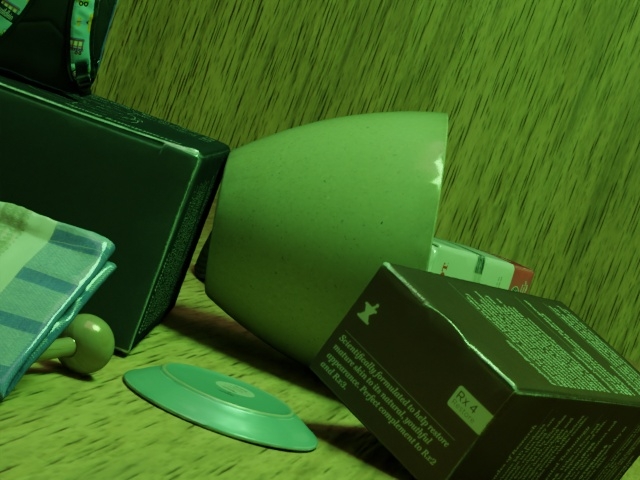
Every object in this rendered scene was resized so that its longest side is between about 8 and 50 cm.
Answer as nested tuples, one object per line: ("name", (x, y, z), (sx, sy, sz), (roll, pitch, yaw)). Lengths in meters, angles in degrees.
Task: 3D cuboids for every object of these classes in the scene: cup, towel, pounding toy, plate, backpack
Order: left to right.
("towel", (-0.330, 0.013, 1.409), (0.285, 0.034, 0.209), (22, 39, 11))
("pounding toy", (-0.298, 0.027, 1.524), (0.236, 0.110, 0.183), (23, 6, 30))
("backpack", (-0.285, -0.250, 1.774), (0.158, 0.173, 0.117), (16, 6, -27))
("plate", (-0.087, 0.145, 1.594), (0.188, 0.024, 0.188), (19, 5, -2))
("cup", (0.000, 0.000, 1.978), (0.236, 0.331, 0.331), (10, 5, 1))

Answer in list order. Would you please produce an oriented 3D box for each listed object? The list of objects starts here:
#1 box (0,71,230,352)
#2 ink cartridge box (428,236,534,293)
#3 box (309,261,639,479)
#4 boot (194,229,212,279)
("box", (-0.276, -0.049, 1.856), (0.293, 0.212, 0.395), (20, 4, 0))
("ink cartridge box", (0.160, 0.088, 2.345), (0.100, 0.172, 0.237), (24, 6, 39))
("box", (0.182, 0.149, 1.748), (0.191, 0.143, 0.381), (45, 16, 31))
("boot", (-0.080, 0.054, 2.414), (0.161, 0.083, 0.246), (26, 9, -17))
